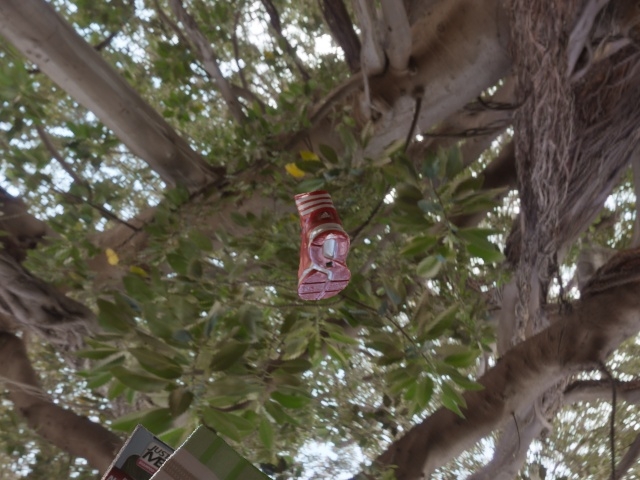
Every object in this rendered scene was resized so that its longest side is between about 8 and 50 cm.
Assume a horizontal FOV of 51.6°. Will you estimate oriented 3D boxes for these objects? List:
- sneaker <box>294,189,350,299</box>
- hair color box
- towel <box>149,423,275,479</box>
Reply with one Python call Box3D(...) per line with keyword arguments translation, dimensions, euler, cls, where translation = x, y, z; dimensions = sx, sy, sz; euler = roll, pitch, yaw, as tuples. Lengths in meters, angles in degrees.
Box3D(translation=(0.000, 0.000, 1.080), dimensions=(0.086, 0.221, 0.128), euler=(-3, -122, -14), cls="sneaker")
Box3D(translation=(-0.212, 0.359, 0.916), dimensions=(0.185, 0.374, 0.114), euler=(34, -114, -4), cls="hair color box")
Box3D(translation=(-0.107, 0.242, 0.561), dimensions=(0.113, 0.023, 0.152), euler=(36, -132, 8), cls="towel")
